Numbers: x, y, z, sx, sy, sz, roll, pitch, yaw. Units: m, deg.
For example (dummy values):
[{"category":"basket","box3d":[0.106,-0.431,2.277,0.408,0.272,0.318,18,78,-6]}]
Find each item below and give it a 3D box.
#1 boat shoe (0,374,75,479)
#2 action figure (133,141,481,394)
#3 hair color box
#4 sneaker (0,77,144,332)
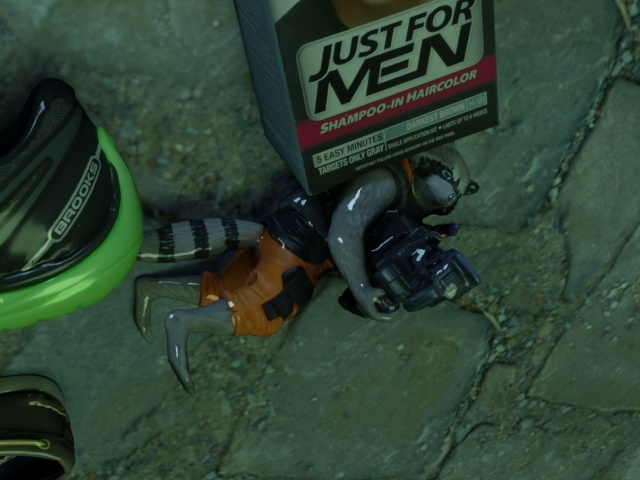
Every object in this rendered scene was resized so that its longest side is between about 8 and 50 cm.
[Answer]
[{"category":"boat shoe","box3d":[-0.388,0.215,0.853,0.324,0.097,0.117,-12,128,-19]},{"category":"action figure","box3d":[0.000,0.000,0.815,0.330,0.341,0.179,-29,93,-15]},{"category":"hair color box","box3d":[0.024,-0.237,0.722,0.185,0.114,0.375,-21,130,-12]},{"category":"sneaker","box3d":[-0.377,-0.006,0.675,0.482,0.185,0.202,-17,111,-19]}]
